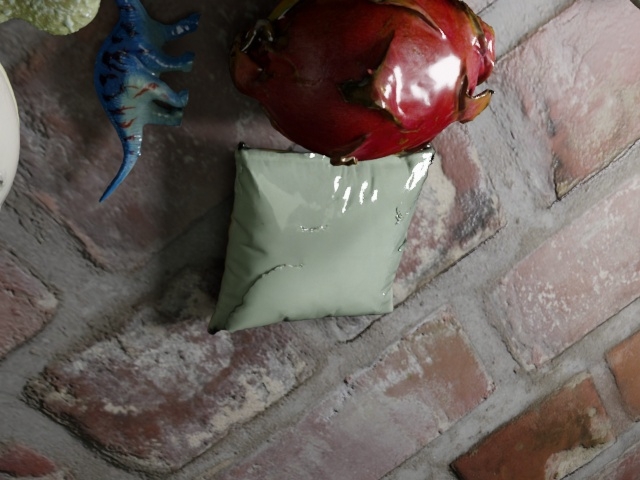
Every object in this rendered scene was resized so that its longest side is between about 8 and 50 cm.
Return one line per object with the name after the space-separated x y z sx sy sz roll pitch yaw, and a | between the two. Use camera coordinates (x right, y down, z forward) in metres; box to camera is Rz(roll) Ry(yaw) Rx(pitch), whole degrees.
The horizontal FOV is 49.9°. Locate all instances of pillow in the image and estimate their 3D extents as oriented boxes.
0.000 0.000 1.008 0.310 0.119 0.312 -4 122 -25 | pillow

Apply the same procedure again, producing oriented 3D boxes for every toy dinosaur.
-0.210 -0.199 0.823 0.144 0.076 0.329 -4 119 -12 | toy dinosaur

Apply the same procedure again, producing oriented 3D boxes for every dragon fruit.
0.054 -0.205 0.832 0.315 0.250 0.250 1 120 -32 | dragon fruit

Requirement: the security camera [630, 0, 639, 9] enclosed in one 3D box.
0.506 -0.419 0.926 0.194 0.194 0.236 -1 126 -22 | security camera

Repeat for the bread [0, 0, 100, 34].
-0.320 -0.302 0.681 0.286 0.056 0.207 22 130 -20 | bread

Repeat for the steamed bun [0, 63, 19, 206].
-0.454 -0.139 0.651 0.309 0.309 0.309 -11 124 -17 | steamed bun
